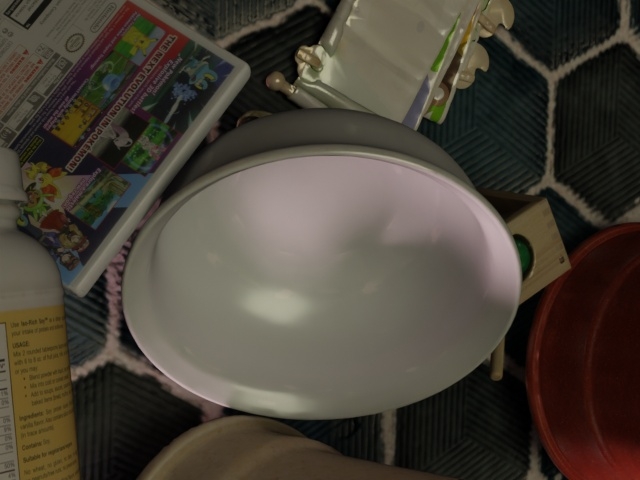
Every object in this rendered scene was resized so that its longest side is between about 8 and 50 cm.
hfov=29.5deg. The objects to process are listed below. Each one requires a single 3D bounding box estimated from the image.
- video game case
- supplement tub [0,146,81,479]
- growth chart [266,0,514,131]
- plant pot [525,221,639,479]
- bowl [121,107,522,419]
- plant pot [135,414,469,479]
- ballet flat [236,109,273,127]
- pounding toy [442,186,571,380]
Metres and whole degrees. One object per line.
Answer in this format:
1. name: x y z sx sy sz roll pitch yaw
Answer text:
1. video game case: -0.180 -0.089 0.856 0.183 0.023 0.201 33 77 12
2. supplement tub: -0.266 0.119 0.721 0.241 0.241 0.331 -5 88 -29
3. growth chart: 0.076 -0.181 1.053 0.172 0.021 0.237 38 78 -29
4. plant pot: 0.372 0.121 1.076 0.272 0.265 0.272 -1 92 -30
5. bowl: 0.000 0.000 0.935 0.298 0.298 0.134 32 37 -29
6. plant pot: 0.053 0.292 0.879 0.334 0.305 0.334 11 76 -51
7. ballet flat: -0.005 -0.055 1.018 0.173 0.057 0.049 37 38 -29
8. pounding toy: 0.140 0.032 1.051 0.130 0.141 0.100 -32 112 -22
